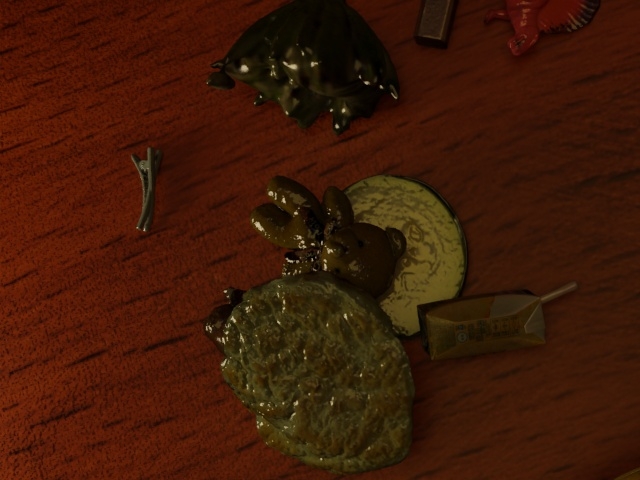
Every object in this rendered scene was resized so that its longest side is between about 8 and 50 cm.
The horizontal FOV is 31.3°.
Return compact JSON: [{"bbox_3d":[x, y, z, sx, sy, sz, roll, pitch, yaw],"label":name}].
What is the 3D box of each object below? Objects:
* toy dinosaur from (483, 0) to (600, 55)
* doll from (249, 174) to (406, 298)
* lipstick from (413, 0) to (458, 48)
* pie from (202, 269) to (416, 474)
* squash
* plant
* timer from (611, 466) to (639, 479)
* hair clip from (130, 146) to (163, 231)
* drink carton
[{"bbox_3d":[0.311,-0.368,1.489,0.139,0.070,0.286,17,83,3],"label":"toy dinosaur"},{"bbox_3d":[0.000,0.000,1.436,0.209,0.097,0.137,30,92,17],"label":"doll"},{"bbox_3d":[0.162,-0.331,1.515,0.045,0.045,0.145,13,86,12],"label":"lipstick"},{"bbox_3d":[-0.003,0.164,1.404,0.257,0.105,0.274,-20,100,32],"label":"pie"},{"bbox_3d":[0.087,0.024,1.487,0.219,0.041,0.219,-1,81,8],"label":"squash"},{"bbox_3d":[0.007,-0.315,1.487,0.251,0.180,0.333,14,82,2],"label":"plant"},{"bbox_3d":[0.409,0.397,1.191,0.376,0.387,0.376,-1,84,9],"label":"timer"},{"bbox_3d":[-0.243,-0.069,1.569,0.039,0.030,0.115,-3,79,30],"label":"hair clip"},{"bbox_3d":[0.225,0.099,1.416,0.200,0.084,0.074,-7,96,-3],"label":"drink carton"}]
